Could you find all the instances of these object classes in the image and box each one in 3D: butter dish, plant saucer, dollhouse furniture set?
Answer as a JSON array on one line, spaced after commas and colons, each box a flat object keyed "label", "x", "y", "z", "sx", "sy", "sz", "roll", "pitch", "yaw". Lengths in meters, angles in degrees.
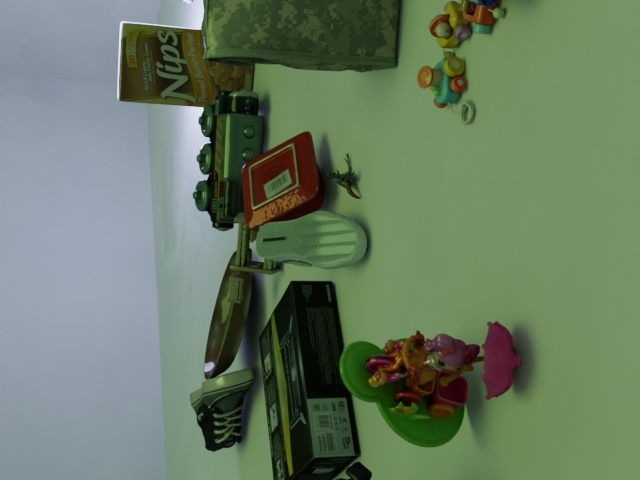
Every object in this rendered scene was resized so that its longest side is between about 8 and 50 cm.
[{"label": "butter dish", "x": -0.051, "y": -0.088, "z": 1.549, "sx": 0.160, "sy": 0.118, "sz": 0.160, "roll": -26, "pitch": 49, "yaw": 23}, {"label": "plant saucer", "x": -0.214, "y": 0.179, "z": 2.026, "sx": 0.310, "sy": 0.050, "sz": 0.311, "roll": -167, "pitch": 90, "yaw": -78}, {"label": "dollhouse furniture set", "x": -0.126, "y": 0.029, "z": 1.843, "sx": 0.161, "sy": 0.101, "sz": 0.182, "roll": -62, "pitch": -21, "yaw": -74}]

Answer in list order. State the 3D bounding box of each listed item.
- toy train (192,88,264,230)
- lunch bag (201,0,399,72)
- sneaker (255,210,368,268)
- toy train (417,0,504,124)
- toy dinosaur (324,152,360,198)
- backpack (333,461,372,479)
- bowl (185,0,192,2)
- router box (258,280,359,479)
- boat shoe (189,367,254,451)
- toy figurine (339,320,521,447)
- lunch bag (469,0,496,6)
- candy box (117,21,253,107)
[{"label": "toy train", "x": -0.199, "y": -0.186, "z": 1.981, "sx": 0.190, "sy": 0.142, "sz": 0.334, "roll": 6, "pitch": 93, "yaw": 60}, {"label": "lunch bag", "x": -0.038, "y": -0.369, "z": 1.245, "sx": 0.169, "sy": 0.286, "sz": 0.236, "roll": -156, "pitch": 68, "yaw": -70}, {"label": "sneaker", "x": 0.000, "y": 0.000, "z": 1.424, "sx": 0.258, "sy": 0.091, "sz": 0.094, "roll": 5, "pitch": 88, "yaw": 51}, {"label": "toy train", "x": 0.158, "y": -0.228, "z": 1.019, "sx": 0.125, "sy": 0.046, "sz": 0.166, "roll": -123, "pitch": 39, "yaw": -60}, {"label": "toy dinosaur", "x": 0.032, "y": -0.097, "z": 1.405, "sx": 0.082, "sy": 0.047, "sz": 0.090, "roll": 91, "pitch": 167, "yaw": -79}, {"label": "backpack", "x": 0.069, "y": 0.424, "z": 0.980, "sx": 0.263, "sy": 0.213, "sz": 0.277, "roll": 132, "pitch": 143, "yaw": -51}, {"label": "bowl", "x": -0.256, "y": -0.747, "z": 2.056, "sx": 0.391, "sy": 0.077, "sz": 0.391, "roll": -54, "pitch": 19, "yaw": 28}, {"label": "router box", "x": -0.029, "y": 0.259, "z": 1.487, "sx": 0.243, "sy": 0.080, "sz": 0.309, "roll": 121, "pitch": 146, "yaw": -56}, {"label": "boat shoe", "x": -0.217, "y": 0.405, "z": 2.026, "sx": 0.340, "sy": 0.127, "sz": 0.158, "roll": 134, "pitch": 120, "yaw": -66}, {"label": "toy figurine", "x": 0.133, "y": 0.132, "z": 0.925, "sx": 0.159, "sy": 0.173, "sz": 0.130, "roll": -42, "pitch": 31, "yaw": 48}, {"label": "lunch bag", "x": 0.172, "y": -0.331, "z": 0.908, "sx": 0.129, "sy": 0.096, "sz": 0.151, "roll": -125, "pitch": 50, "yaw": -60}, {"label": "candy box", "x": -0.322, "y": -0.417, "z": 2.060, "sx": 0.087, "sy": 0.316, "sz": 0.183, "roll": -140, "pitch": 53, "yaw": -68}]
